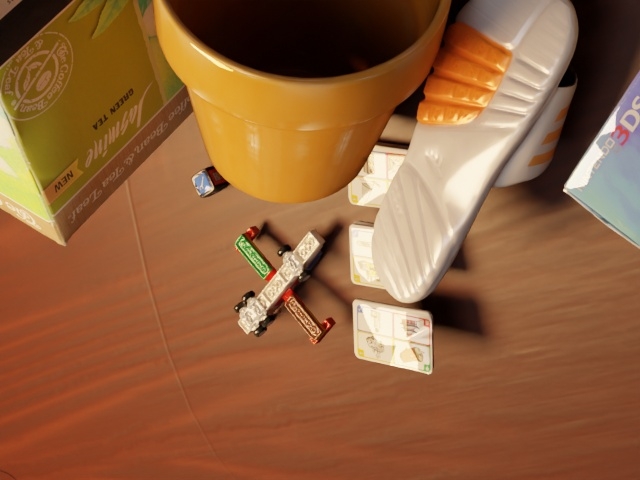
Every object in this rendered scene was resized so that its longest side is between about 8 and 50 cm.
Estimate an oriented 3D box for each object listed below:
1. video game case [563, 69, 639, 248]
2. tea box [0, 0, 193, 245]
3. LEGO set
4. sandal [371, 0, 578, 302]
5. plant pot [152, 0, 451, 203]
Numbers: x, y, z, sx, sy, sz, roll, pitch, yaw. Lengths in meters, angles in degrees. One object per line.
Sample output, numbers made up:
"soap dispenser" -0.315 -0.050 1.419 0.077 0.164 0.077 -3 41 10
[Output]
"video game case" 0.267 -0.148 0.901 0.061 0.244 0.269 41 135 13
"tea box" -0.275 -0.225 1.263 0.329 0.220 0.323 30 156 26
"LEGO set" 0.000 0.000 1.385 0.244 0.060 0.182 8 108 36
"sandal" 0.117 -0.071 1.199 0.102 0.076 0.265 52 129 35
"plant pot" -0.018 -0.132 1.210 0.205 0.205 0.188 36 150 18
